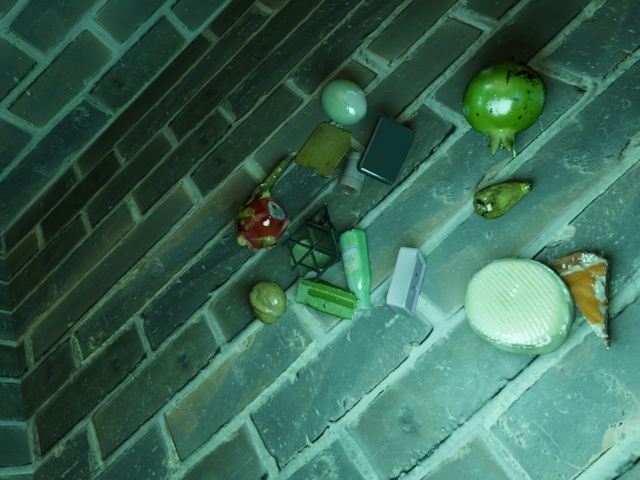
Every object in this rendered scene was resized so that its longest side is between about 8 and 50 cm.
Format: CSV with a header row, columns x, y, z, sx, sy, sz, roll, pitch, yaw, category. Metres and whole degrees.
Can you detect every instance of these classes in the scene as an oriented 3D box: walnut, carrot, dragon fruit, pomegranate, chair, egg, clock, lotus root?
x,y,z,sx,sy,sz,roll,pitch,yaw,category
-0.199,0.230,1.545,0.167,0.149,0.166,-18,68,50,walnut
-0.242,-0.253,1.843,0.070,0.070,0.342,37,86,36,carrot
-0.243,-0.067,1.675,0.227,0.224,0.224,-29,56,28,dragon fruit
0.615,-0.442,1.370,0.261,0.260,0.340,-5,79,27,pomegranate
0.000,0.000,1.481,0.142,0.154,0.260,22,54,35,chair
0.109,-0.583,1.741,0.183,0.183,0.217,-38,69,8,egg
0.283,0.134,1.324,0.063,0.150,0.197,10,73,28,clock
0.593,-0.139,1.326,0.191,0.094,0.108,-23,82,7,lotus root

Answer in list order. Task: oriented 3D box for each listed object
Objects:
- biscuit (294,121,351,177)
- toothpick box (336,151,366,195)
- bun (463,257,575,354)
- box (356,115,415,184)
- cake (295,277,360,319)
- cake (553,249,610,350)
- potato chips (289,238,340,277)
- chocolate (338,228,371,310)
x,y,z,sx,sy,sz,roll,pitch,yaw,category
0.018,-0.405,1.804,0.232,0.013,0.236,33,86,36,biscuit
0.135,-0.264,1.622,0.099,0.098,0.148,12,73,32,toothpick box
0.556,0.188,1.154,0.288,0.146,0.287,-14,59,25,bun
0.251,-0.342,1.560,0.160,0.050,0.230,23,90,-7,box
0.018,0.205,1.423,0.235,0.099,0.100,18,99,46,cake
0.740,0.152,1.100,0.135,0.098,0.287,-17,60,21,cake
-0.025,0.073,1.573,0.167,0.059,0.228,-44,45,-6,potato chips
0.132,0.108,1.453,0.110,0.110,0.290,-16,64,21,chocolate
